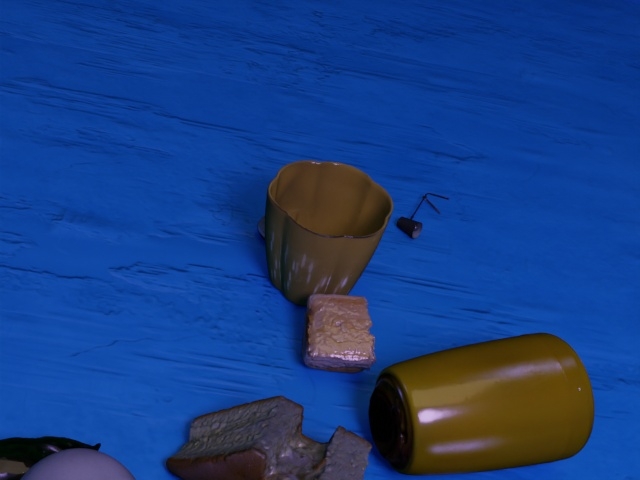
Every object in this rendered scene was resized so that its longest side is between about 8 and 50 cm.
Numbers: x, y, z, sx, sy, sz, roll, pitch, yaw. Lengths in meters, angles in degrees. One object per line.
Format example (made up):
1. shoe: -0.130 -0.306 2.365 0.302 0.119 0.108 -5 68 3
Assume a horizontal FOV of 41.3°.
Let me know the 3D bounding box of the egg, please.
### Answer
1. egg: -0.247 0.318 0.883 0.151 0.151 0.209 -8 51 -26

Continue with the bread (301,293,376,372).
1. bread: 0.025 0.139 1.245 0.106 0.082 0.125 1 50 -2

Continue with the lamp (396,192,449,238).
1. lamp: 0.181 -0.048 1.554 0.054 0.041 0.121 28 43 29

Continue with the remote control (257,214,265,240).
1. remote control: 0.002 -0.046 1.484 0.256 0.045 0.097 -19 49 -31

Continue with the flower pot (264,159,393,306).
1. flower pot: 0.000 0.000 1.319 0.195 0.179 0.195 9 38 -7

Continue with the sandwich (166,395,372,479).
1. sandwich: -0.063 0.269 1.024 0.235 0.128 0.122 23 32 9

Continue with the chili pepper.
1. chili pepper: -0.366 0.264 0.980 0.224 0.061 0.098 -4 36 -20

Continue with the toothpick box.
1. toothpick box: 0.206 0.222 1.130 0.271 0.175 0.175 -5 43 -19
